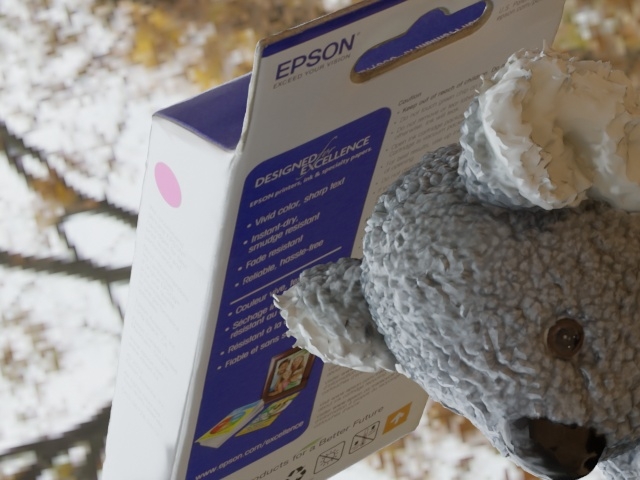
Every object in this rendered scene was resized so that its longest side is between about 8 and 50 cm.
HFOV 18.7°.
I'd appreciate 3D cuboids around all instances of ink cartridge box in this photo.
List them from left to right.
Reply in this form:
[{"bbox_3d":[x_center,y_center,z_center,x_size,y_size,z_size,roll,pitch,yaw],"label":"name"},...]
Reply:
[{"bbox_3d":[0.000,0.000,0.882,0.069,0.176,0.371,49,147,24],"label":"ink cartridge box"}]

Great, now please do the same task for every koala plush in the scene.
[{"bbox_3d":[0.107,0.031,0.696,0.221,0.196,0.203,23,-129,-17],"label":"koala plush"}]
